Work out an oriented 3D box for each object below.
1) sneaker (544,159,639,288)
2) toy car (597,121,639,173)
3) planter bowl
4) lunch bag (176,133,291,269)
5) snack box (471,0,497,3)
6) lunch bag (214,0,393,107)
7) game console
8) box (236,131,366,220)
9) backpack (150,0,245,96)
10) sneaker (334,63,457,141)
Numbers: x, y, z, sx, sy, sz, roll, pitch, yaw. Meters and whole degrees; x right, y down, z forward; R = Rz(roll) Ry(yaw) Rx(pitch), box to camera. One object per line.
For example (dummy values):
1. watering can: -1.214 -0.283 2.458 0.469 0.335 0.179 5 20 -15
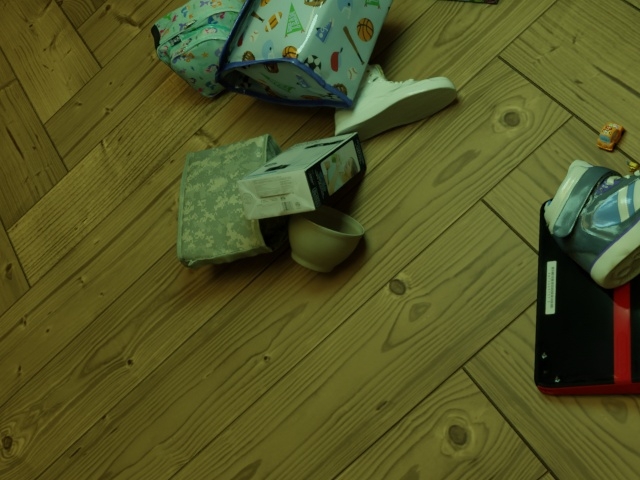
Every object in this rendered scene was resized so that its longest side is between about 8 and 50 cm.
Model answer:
1. sneaker: 0.530 -0.097 1.447 0.323 0.130 0.236 -46 49 19
2. toy car: 0.575 -0.183 1.605 0.060 0.040 0.122 -43 51 4
3. planter bowl: 0.000 0.000 1.791 0.162 0.162 0.109 35 112 38
4. lunch bag: -0.193 -0.069 1.921 0.235 0.169 0.287 -10 56 26
5. snack box: 0.343 -0.647 1.970 0.207 0.070 0.175 18 74 35
6. lunch bag: -0.066 -0.494 1.952 0.385 0.239 0.328 12 75 49
7. game console: 0.543 0.075 1.474 0.341 0.060 0.387 -11 59 37
8. box: -0.034 -0.141 1.805 0.169 0.087 0.290 -7 18 29
9. backpack: -0.277 -0.511 2.168 0.253 0.225 0.191 -34 54 12
10. sneaker: 0.155 -0.343 1.898 0.292 0.108 0.169 -18 61 24
